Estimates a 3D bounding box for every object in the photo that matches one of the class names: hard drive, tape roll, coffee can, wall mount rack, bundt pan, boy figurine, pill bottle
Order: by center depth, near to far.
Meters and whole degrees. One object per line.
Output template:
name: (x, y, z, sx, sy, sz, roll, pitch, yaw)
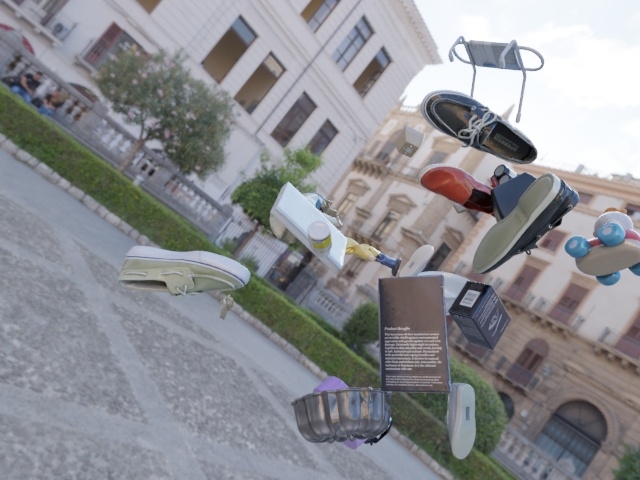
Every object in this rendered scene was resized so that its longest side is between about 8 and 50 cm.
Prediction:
pill bottle: (0.000, 0.000, 1.327, 0.065, 0.065, 0.116, 35, -23, 24)
bundt pan: (0.071, 0.568, 1.472, 0.331, 0.331, 0.124, 43, 36, -51)
hard drive: (-0.032, -0.048, 1.605, 0.307, 0.040, 0.203, 43, 29, -17)
wall mount rack: (0.599, -0.573, 1.624, 0.350, 0.130, 0.304, 30, -8, 43)
tape roll: (0.086, 0.680, 1.830, 0.275, 0.090, 0.274, 43, -31, 33)
boy figurine: (0.204, 0.066, 1.989, 0.285, 0.092, 0.177, 19, 4, 3)
coffee can: (-0.090, -0.112, 2.155, 0.201, 0.201, 0.275, 37, 22, 8)

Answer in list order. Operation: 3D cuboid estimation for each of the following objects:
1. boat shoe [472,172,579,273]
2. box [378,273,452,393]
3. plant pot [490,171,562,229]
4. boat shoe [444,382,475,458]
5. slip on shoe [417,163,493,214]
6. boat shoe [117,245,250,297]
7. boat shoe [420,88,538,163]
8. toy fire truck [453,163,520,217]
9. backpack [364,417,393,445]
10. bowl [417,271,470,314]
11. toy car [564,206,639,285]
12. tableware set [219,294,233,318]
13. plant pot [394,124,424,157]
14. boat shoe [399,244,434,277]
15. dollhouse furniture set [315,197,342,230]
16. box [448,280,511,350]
boat shoe: (0.539, -0.020, 1.223, 0.113, 0.340, 0.127, 21, 33, -11)
box: (0.263, 0.265, 1.294, 0.183, 0.294, 0.296, -2, -15, 13)
plant pot: (0.658, -0.108, 1.508, 0.187, 0.188, 0.167, 44, 22, -60)
boat shoe: (0.441, 0.570, 1.475, 0.079, 0.227, 0.081, 11, -10, -23)
slip on shoe: (0.511, -0.185, 1.684, 0.331, 0.123, 0.101, 21, 34, -13)
boat shoe: (-0.303, 0.082, 1.023, 0.302, 0.094, 0.109, 5, -30, 17)
boat shoe: (0.388, -0.272, 1.130, 0.306, 0.113, 0.105, 33, 20, -4)
toy fire truck: (0.669, -0.149, 1.797, 0.159, 0.246, 0.217, 23, 40, -23)
backpack: (0.221, 0.781, 1.980, 0.152, 0.182, 0.115, -22, -84, 58)
bowl: (0.558, 0.259, 2.153, 0.298, 0.134, 0.298, 1, 18, 0)
toy car: (0.974, -0.011, 1.570, 0.219, 0.238, 0.210, 36, -40, -18)
tableware set: (-0.308, 0.174, 1.513, 0.020, 0.168, 0.141, 4, 2, 6)
plant pot: (0.418, -0.458, 2.183, 0.109, 0.096, 0.109, 24, -41, -12)
boat shoe: (0.406, 0.097, 1.905, 0.063, 0.184, 0.066, 23, 16, -47)
dollhouse furniture set: (-0.018, -0.081, 1.838, 0.129, 0.129, 0.183, 21, 28, -26)
box: (0.582, 0.273, 1.682, 0.108, 0.153, 0.207, 9, -37, 52)
